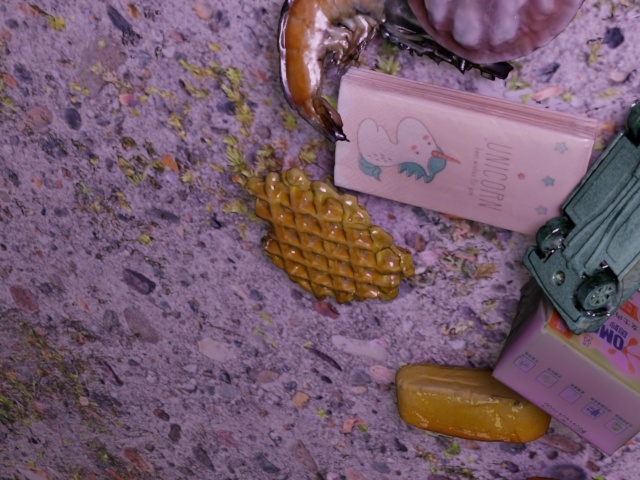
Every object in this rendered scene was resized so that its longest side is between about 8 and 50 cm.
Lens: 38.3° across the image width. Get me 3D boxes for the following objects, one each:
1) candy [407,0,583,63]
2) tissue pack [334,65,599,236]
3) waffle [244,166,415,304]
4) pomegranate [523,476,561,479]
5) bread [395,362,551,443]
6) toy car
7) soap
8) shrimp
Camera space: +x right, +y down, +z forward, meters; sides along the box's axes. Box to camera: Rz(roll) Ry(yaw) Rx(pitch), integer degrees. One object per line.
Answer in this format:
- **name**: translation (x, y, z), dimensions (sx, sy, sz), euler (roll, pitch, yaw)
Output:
- **candy**: translation (0.191, -0.328, 0.939), dimensions (0.214, 0.157, 0.289), euler (24, 139, 17)
- **tissue pack**: translation (0.177, -0.110, 1.181), dimensions (0.325, 0.071, 0.170), euler (15, 131, 17)
- **waffle**: translation (-0.001, 0.002, 1.349), dimensions (0.291, 0.051, 0.291), euler (21, 148, 14)
- **pomegranate**: translation (0.362, 0.495, 1.464), dimensions (0.248, 0.248, 0.248), euler (15, 131, 18)
- **bread**: translation (0.233, 0.247, 1.423), dimensions (0.245, 0.102, 0.094), euler (2, 119, 26)
- **toy car**: translation (0.367, -0.040, 1.044), dimensions (0.097, 0.141, 0.321), euler (10, 126, -35)
- **soap**: translation (0.351, 0.142, 1.209), dimensions (0.199, 0.182, 0.138), euler (35, 134, -1)
- **shrimp**: translation (0.077, -0.212, 1.105), dimensions (0.290, 0.054, 0.222), euler (22, 99, 11)
